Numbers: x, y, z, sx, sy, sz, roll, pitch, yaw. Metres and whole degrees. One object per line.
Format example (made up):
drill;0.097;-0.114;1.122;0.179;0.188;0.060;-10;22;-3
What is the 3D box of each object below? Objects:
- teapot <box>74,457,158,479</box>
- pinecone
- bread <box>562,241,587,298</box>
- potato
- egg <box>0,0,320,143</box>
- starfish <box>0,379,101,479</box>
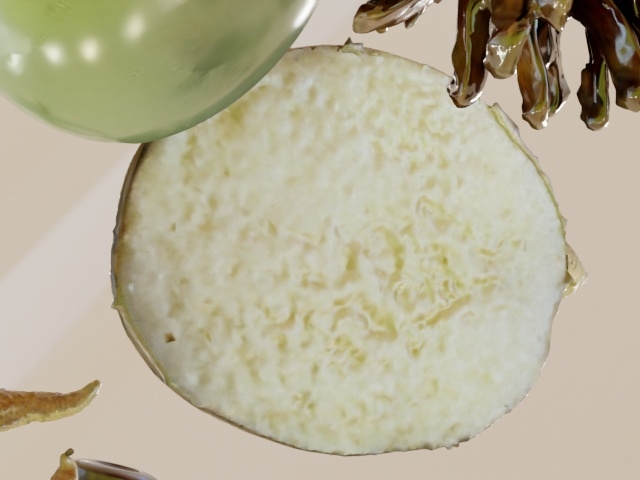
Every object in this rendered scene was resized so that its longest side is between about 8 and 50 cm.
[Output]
teapot;-0.144;0.180;1.329;0.100;0.045;0.068;13;178;35
pinecone;0.107;-0.126;0.756;0.195;0.179;0.150;6;-139;-20
bread;0.174;0.016;1.782;0.082;0.125;0.106;-35;-178;-37
potato;0.000;0.000;1.128;0.299;0.239;0.116;10;-176;-29
egg;-0.082;-0.182;0.872;0.203;0.203;0.283;1;-108;27
starfish;-0.304;0.148;1.171;0.302;0.060;0.299;14;-136;34
